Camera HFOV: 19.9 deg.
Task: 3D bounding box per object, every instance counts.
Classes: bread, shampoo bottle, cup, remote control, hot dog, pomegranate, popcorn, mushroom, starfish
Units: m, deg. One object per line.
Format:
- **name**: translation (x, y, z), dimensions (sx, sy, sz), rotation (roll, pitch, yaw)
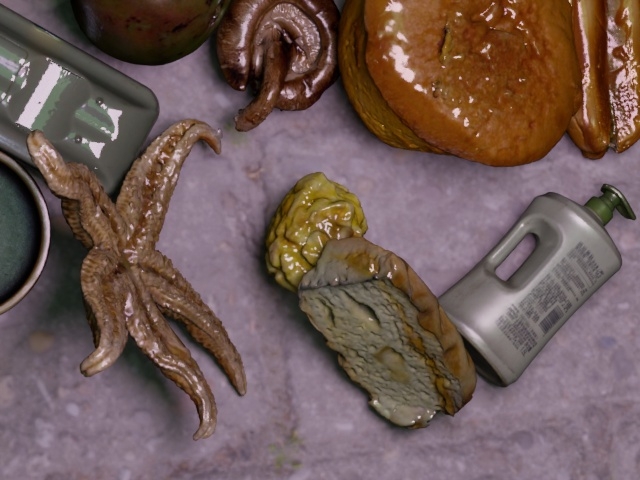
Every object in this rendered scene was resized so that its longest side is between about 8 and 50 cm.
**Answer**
- **bread**: translation (0.138, -0.197, 1.813), dimensions (0.268, 0.145, 0.269), rotation (3, 84, -31)
- **bread**: translation (0.069, 0.087, 1.787), dimensions (0.232, 0.128, 0.088), rotation (57, 34, -38)
- **shampoo bottle**: translation (0.227, 0.030, 1.867), dimensions (0.118, 0.087, 0.234), rotation (46, 78, -3)
- **cup**: translation (-0.356, -0.035, 1.699), dimensions (0.166, 0.177, 0.239), rotation (-28, 92, -12)
- **remote control**: translation (-0.323, -0.167, 1.772), dimensions (0.335, 0.065, 0.128), rotation (29, 79, -9)
- **hot dog**: translation (0.287, -0.210, 1.907), dimensions (0.100, 0.068, 0.250), rotation (-1, 89, -23)
- **pomegranate**: translation (-0.190, -0.271, 1.762), dimensions (0.224, 0.181, 0.182), rotation (24, 81, 10)
- **popcorn**: translation (0.000, 0.000, 1.810), dimensions (0.106, 0.116, 0.121), rotation (33, 38, -16)
- **mushroom**: translation (-0.045, -0.183, 1.821), dimensions (0.135, 0.080, 0.171), rotation (30, 69, -13)
- **starfish**: translation (-0.168, 0.017, 1.729), dimensions (0.375, 0.094, 0.327), rotation (45, 43, -47)
